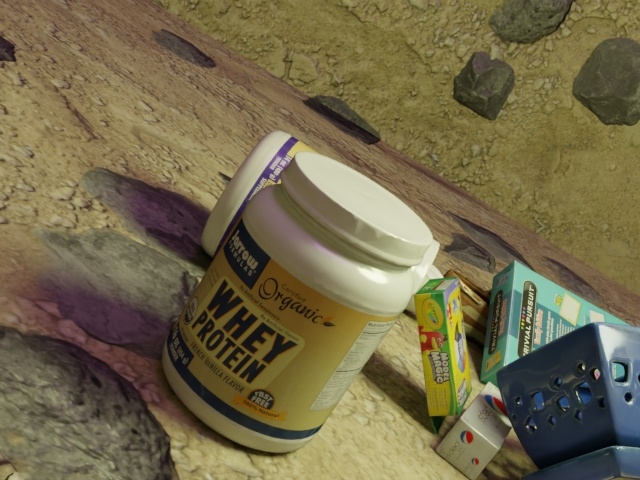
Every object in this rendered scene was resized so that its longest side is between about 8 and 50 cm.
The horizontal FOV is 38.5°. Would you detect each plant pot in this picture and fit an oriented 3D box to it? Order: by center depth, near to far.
[{"bbox_3d":[0.425,0.265,1.339,0.236,0.236,0.212,12,60,-24],"label":"plant pot"}]

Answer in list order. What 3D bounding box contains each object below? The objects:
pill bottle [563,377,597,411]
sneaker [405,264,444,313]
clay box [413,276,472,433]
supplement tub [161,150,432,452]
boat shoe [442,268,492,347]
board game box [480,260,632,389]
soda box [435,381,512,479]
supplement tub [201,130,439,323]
[{"bbox_3d":[0.506,0.361,1.529,0.162,0.162,0.278,15,25,-44],"label":"pill bottle"},{"bbox_3d":[0.105,0.068,1.764,0.305,0.114,0.152,31,31,8],"label":"sneaker"},{"bbox_3d":[0.195,0.177,1.434,0.053,0.221,0.127,-7,7,19],"label":"clay box"},{"bbox_3d":[-0.029,0.073,1.121,0.228,0.316,0.228,29,17,-10],"label":"supplement tub"},{"bbox_3d":[0.363,0.159,1.895,0.324,0.119,0.122,25,19,-22],"label":"boat shoe"},{"bbox_3d":[0.482,0.226,1.799,0.336,0.079,0.253,28,49,-14],"label":"board game box"},{"bbox_3d":[0.251,0.292,1.428,0.074,0.069,0.216,38,19,14],"label":"soda box"},{"bbox_3d":[0.000,0.000,1.496,0.331,0.241,0.241,32,17,0],"label":"supplement tub"}]
